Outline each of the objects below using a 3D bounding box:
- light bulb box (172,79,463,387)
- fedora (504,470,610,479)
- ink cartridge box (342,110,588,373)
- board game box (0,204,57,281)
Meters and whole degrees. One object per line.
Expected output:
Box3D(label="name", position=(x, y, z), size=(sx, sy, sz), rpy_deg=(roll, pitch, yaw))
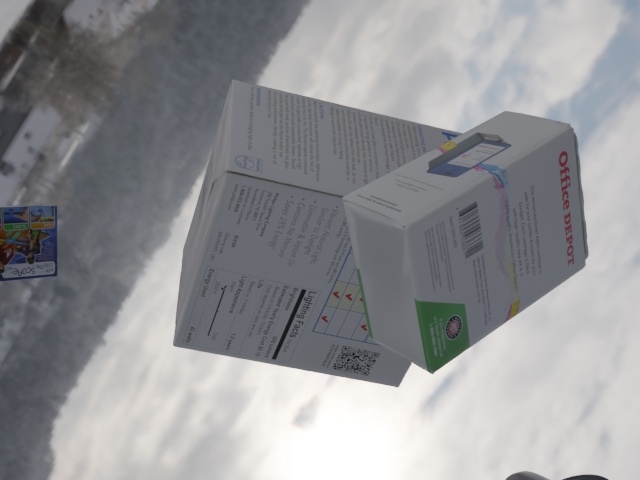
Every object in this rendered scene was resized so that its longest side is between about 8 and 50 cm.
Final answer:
Box3D(label="light bulb box", position=(0.000, 0.000, 1.469), size=(0.225, 0.361, 0.357), rpy_deg=(-92, -161, -47))
Box3D(label="fedora", position=(0.310, 0.441, 1.473), size=(0.124, 0.244, 0.275), rpy_deg=(30, -62, 55))
Box3D(label="ink cartridge box", position=(0.137, -0.005, 0.906), size=(0.212, 0.154, 0.093), rpy_deg=(-29, -148, -27))
Box3D(label="board game box", position=(-0.569, 0.006, 1.792), size=(0.035, 0.201, 0.136), rpy_deg=(7, -83, 46))
